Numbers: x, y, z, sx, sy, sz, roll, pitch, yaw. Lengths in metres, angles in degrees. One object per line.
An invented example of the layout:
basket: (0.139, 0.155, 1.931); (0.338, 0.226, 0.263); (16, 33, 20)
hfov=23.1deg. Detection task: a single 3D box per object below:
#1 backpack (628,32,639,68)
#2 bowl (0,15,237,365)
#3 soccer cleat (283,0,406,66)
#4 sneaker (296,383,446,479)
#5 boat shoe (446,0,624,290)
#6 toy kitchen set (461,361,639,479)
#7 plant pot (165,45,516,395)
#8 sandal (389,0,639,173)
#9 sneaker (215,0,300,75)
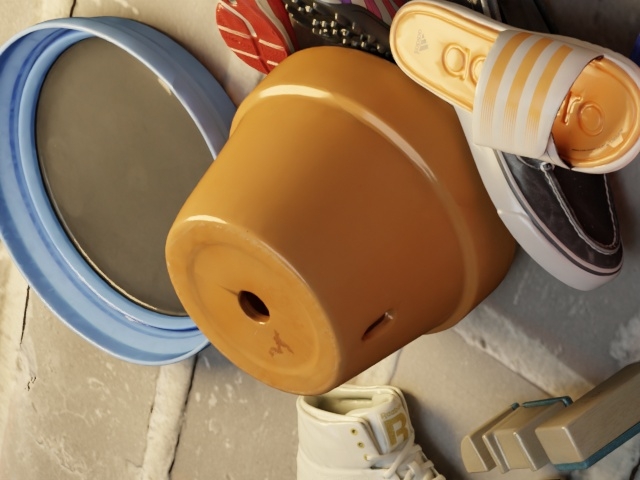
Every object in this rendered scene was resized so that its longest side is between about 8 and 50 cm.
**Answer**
backpack: (0.298, -0.125, 1.206); (0.120, 0.101, 0.098); (15, 134, -3)
bowl: (-0.214, -0.056, 1.693); (0.391, 0.077, 0.391); (19, 123, 33)
soccer cleat: (-0.006, -0.255, 1.329); (0.318, 0.116, 0.109); (32, 173, -32)
sneaker: (0.086, 0.244, 1.571); (0.293, 0.108, 0.169); (19, 126, 34)
boat shoe: (0.189, -0.105, 1.311); (0.102, 0.108, 0.301); (-28, 85, 46)
toy kitchen set: (0.250, 0.217, 1.437); (0.166, 0.122, 0.207); (61, 155, -3)
plant pot: (0.000, 0.000, 1.401); (0.291, 0.203, 0.290); (28, 143, 24)
sandal: (0.135, -0.119, 1.226); (0.265, 0.076, 0.102); (26, 120, 39)
sneaker: (-0.042, -0.252, 1.448); (0.087, 0.128, 0.221); (23, 159, 26)
